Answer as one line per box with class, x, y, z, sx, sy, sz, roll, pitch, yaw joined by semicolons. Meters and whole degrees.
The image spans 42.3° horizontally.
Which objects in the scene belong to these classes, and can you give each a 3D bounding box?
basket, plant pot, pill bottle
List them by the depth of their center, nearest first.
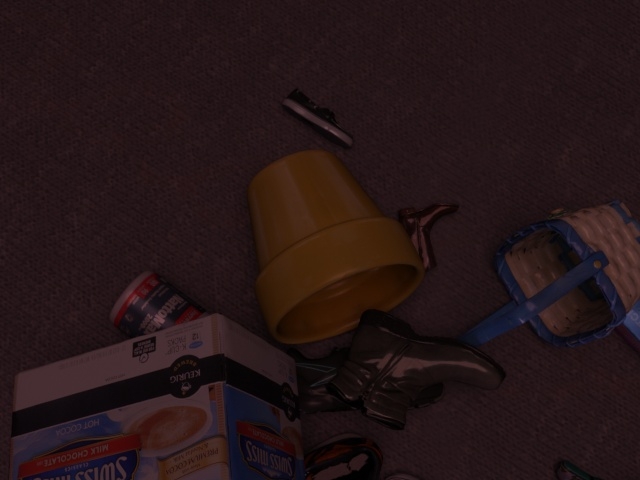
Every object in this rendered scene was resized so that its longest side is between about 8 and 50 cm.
basket;0.351;0.075;1.273;0.289;0.255;0.201;-34;84;-25
plant pot;0.000;0.000;1.289;0.254;0.254;0.239;-22;66;-4
pill bottle;-0.234;0.139;1.316;0.180;0.108;0.108;36;82;4

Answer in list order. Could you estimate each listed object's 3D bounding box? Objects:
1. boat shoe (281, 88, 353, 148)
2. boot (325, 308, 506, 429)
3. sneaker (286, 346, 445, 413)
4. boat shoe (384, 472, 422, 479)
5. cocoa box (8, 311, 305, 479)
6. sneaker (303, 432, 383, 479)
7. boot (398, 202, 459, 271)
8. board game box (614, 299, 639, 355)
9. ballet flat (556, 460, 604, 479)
boat shoe;0.001;-0.209;1.407;0.142;0.049;0.040;34;81;6
boot;0.142;0.219;1.249;0.247;0.083;0.161;20;61;8
sneaker;0.065;0.221;1.314;0.267;0.101;0.106;0;79;-2
boat shoe;0.201;0.431;1.283;0.229;0.076;0.080;24;104;4
cocoa box;-0.224;0.280;1.153;0.347;0.231;0.228;-17;60;18
sneaker;-0.051;0.389;1.242;0.321;0.180;0.124;-32;83;-6
boot;0.186;-0.002;1.382;0.106;0.037;0.114;-9;78;11
board game box;0.654;0.148;1.354;0.242;0.064;0.316;-43;84;-7
ballet flat;0.430;0.394;1.328;0.114;0.041;0.041;27;81;3
